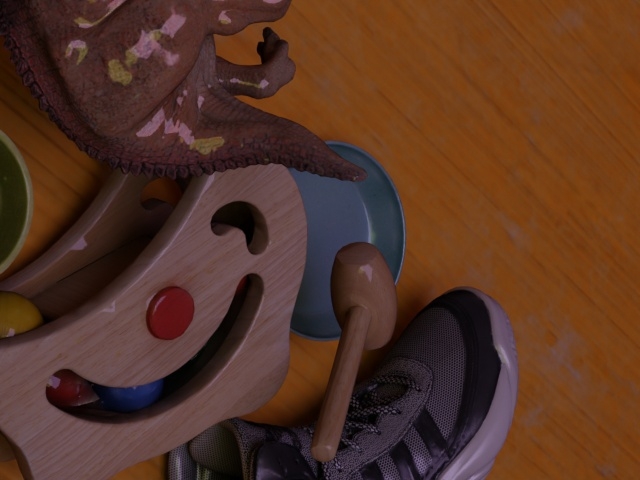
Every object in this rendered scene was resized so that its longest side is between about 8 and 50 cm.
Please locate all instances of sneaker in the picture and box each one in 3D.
[{"bbox_3d":[0.009,0.118,1.014,0.153,0.101,0.268,42,70,-36],"label":"sneaker"}]

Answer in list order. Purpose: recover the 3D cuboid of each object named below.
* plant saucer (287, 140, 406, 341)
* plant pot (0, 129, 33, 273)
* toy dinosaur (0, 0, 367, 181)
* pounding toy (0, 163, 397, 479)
[{"bbox_3d":[0.000,0.000,1.051,0.119,0.021,0.119,-3,95,-38],"label":"plant saucer"},{"bbox_3d":[-0.196,-0.019,0.853,0.083,0.079,0.083,-2,93,-42],"label":"plant pot"},{"bbox_3d":[-0.116,-0.113,0.849,0.200,0.127,0.295,-36,92,-29],"label":"toy dinosaur"},{"bbox_3d":[-0.064,0.031,0.906,0.269,0.155,0.154,-24,119,-35],"label":"pounding toy"}]
